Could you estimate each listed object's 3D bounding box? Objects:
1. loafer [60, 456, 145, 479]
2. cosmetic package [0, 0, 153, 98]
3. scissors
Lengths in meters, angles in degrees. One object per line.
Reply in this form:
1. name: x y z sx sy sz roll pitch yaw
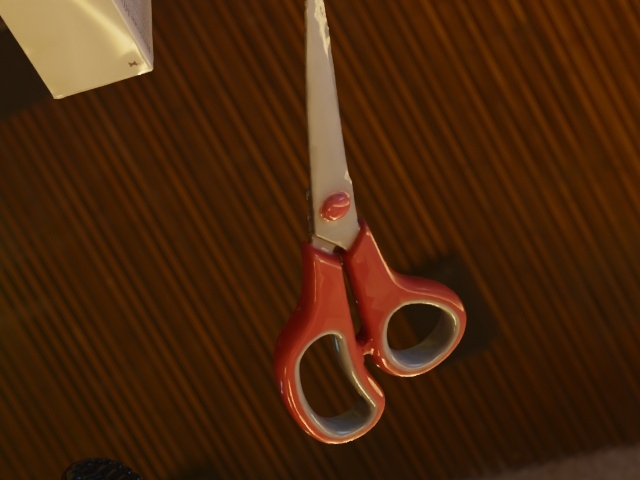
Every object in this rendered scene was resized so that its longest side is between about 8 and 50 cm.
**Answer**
1. loafer: -0.099 0.239 1.299 0.080 0.220 0.078 -11 139 -49
2. cosmetic package: -0.151 -0.183 0.920 0.060 0.239 0.099 -17 -133 11
3. scissors: 0.000 0.000 0.947 0.109 0.297 0.021 -33 -129 -6
